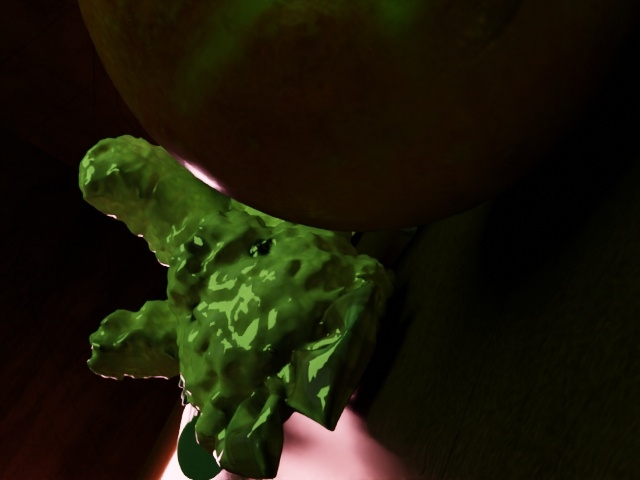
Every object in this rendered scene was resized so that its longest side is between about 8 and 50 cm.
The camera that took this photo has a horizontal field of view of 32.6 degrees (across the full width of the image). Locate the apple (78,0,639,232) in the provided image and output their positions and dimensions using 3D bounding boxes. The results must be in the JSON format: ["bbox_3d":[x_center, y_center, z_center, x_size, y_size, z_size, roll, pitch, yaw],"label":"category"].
[{"bbox_3d":[0.026,-0.175,0.634,0.339,0.339,0.339,-59,5,8],"label":"apple"}]

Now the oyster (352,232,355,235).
[{"bbox_3d":[0.005,-0.008,1.425,0.133,0.072,0.209,-65,8,-24],"label":"oyster"}]

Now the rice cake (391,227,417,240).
[{"bbox_3d":[0.115,-0.098,0.964,0.211,0.043,0.034,-59,-3,6],"label":"rice cake"}]

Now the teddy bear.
[{"bbox_3d":[-0.092,0.000,0.947,0.327,0.375,0.362,-41,-7,10],"label":"teddy bear"}]

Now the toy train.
[{"bbox_3d":[-0.143,0.231,1.441,0.248,0.101,0.159,-163,87,-86],"label":"toy train"}]
